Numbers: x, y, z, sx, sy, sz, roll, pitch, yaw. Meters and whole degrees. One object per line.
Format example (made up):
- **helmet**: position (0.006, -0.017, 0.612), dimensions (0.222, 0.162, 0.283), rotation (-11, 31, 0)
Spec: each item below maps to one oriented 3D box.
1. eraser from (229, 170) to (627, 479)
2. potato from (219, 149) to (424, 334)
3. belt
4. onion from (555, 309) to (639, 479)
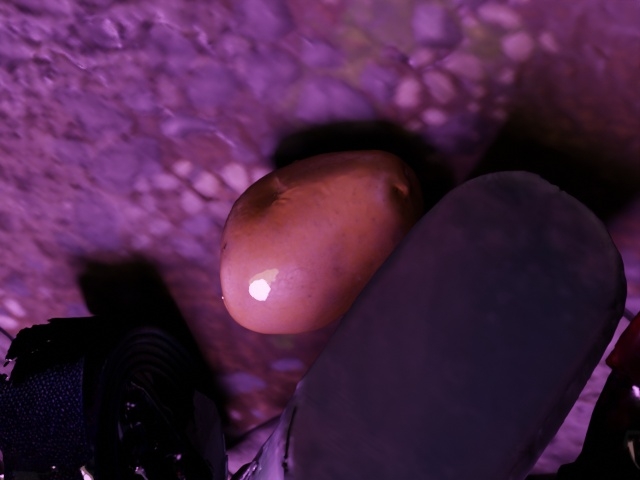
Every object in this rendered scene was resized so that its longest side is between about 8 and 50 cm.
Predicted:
- **eraser**: position (0.008, 0.094, 0.661), dimensions (0.081, 0.174, 0.227), rotation (36, 143, 1)
- **potato**: position (0.000, 0.000, 0.665), dimensions (0.083, 0.068, 0.062), rotation (-20, 89, 20)
- **belt**: position (-0.085, 0.090, 0.761), dimensions (0.058, 0.105, 0.140), rotation (0, 146, 23)
- **onion**: position (0.207, 0.161, 0.540), dimensions (0.341, 0.341, 0.341), rotation (12, 138, 11)
